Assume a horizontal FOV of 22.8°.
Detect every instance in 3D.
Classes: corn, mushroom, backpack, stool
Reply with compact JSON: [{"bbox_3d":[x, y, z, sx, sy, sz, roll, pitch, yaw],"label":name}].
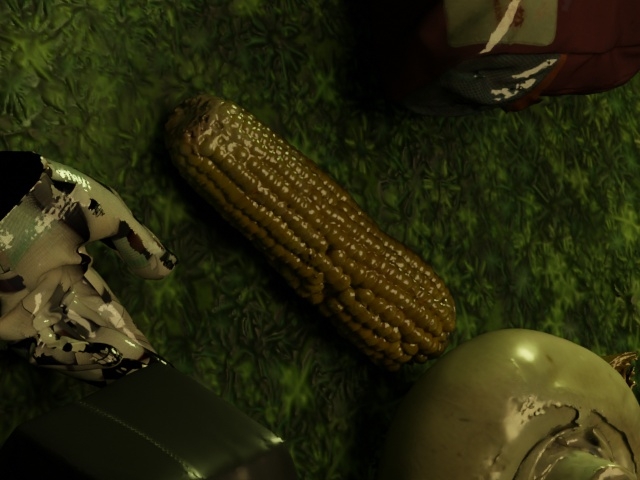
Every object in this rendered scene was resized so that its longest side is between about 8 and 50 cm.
[{"bbox_3d":[0.000,0.000,1.281,0.320,0.097,0.097,43,53,-27],"label":"corn"},{"bbox_3d":[0.173,0.196,1.305,0.246,0.202,0.246,-7,101,-36],"label":"mushroom"},{"bbox_3d":[0.180,-0.250,1.436,0.317,0.197,0.283,-3,80,-35],"label":"backpack"},{"bbox_3d":[-0.115,0.208,1.024,0.141,0.232,0.232,-23,97,-45],"label":"stool"}]

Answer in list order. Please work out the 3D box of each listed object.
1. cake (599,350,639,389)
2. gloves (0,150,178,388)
[{"bbox_3d":[0.223,0.164,1.451,0.185,0.116,0.080,-27,101,-50],"label":"cake"},{"bbox_3d":[-0.173,0.033,1.093,0.212,0.111,0.128,67,24,-46],"label":"gloves"}]
